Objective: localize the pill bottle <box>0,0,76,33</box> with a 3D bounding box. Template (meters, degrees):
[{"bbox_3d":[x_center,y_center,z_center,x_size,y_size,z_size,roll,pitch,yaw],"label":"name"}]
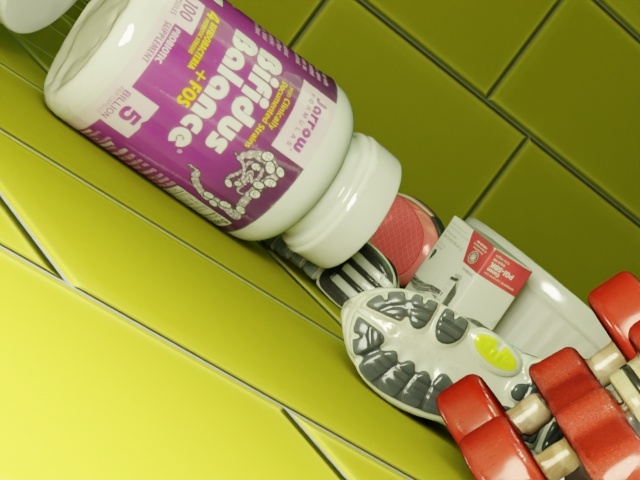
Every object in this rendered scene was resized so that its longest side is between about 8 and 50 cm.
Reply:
[{"bbox_3d":[-0.372,-0.350,1.689,0.334,0.188,0.188,39,5,16],"label":"pill bottle"}]

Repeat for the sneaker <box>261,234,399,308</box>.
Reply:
[{"bbox_3d":[0.000,0.000,1.728,0.228,0.086,0.132,50,5,23],"label":"sneaker"}]

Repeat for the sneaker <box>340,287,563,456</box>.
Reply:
[{"bbox_3d":[0.134,0.121,1.362,0.275,0.107,0.110,37,-5,-7],"label":"sneaker"}]

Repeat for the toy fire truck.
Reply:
[{"bbox_3d":[0.221,0.178,1.174,0.254,0.169,0.302,55,3,-9],"label":"toy fire truck"}]

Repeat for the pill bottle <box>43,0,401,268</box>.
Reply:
[{"bbox_3d":[-0.079,-0.105,1.549,0.301,0.169,0.169,34,5,-22],"label":"pill bottle"}]

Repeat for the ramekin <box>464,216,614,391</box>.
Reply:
[{"bbox_3d":[0.224,0.106,1.885,0.273,0.127,0.273,41,2,-2],"label":"ramekin"}]

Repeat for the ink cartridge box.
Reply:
[{"bbox_3d":[0.135,0.057,1.751,0.056,0.135,0.099,31,6,-29],"label":"ink cartridge box"}]

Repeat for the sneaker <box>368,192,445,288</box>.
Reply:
[{"bbox_3d":[0.006,-0.035,2.042,0.314,0.116,0.136,32,11,35],"label":"sneaker"}]
